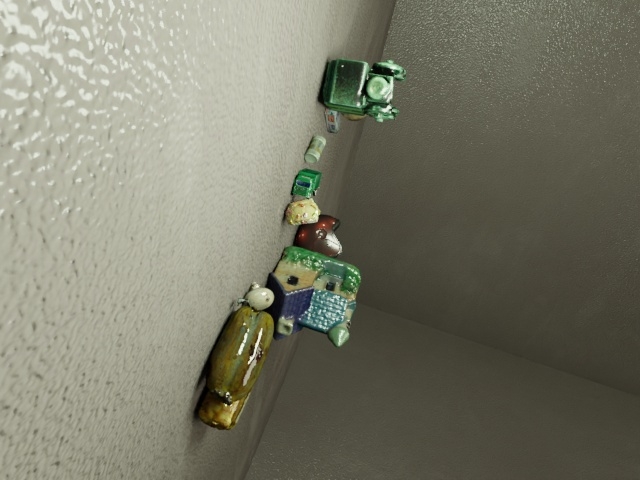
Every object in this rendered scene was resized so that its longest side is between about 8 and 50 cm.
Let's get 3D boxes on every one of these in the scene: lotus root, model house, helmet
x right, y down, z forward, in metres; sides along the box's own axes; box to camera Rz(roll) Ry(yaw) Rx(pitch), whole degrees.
[{"bbox_3d":[-0.190,0.267,1.008,0.123,0.124,0.241,95,14,-59],"label":"lotus root"},{"bbox_3d":[-0.034,0.211,1.423,0.280,0.312,0.245,-66,175,-61],"label":"model house"},{"bbox_3d":[0.000,0.000,1.649,0.216,0.193,0.189,-61,177,-6],"label":"helmet"}]

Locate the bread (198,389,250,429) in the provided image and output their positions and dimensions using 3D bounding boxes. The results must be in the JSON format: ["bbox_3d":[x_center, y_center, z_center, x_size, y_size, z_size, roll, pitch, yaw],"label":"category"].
[{"bbox_3d":[-0.230,0.383,1.110,0.181,0.096,0.222,101,10,-61],"label":"bread"}]

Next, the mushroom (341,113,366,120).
[{"bbox_3d":[0.114,-0.510,1.501,0.166,0.127,0.166,173,-90,-69],"label":"mushroom"}]

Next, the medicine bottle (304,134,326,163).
[{"bbox_3d":[-0.017,-0.290,1.342,0.047,0.047,0.083,98,11,-60],"label":"medicine bottle"}]

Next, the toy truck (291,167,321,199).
[{"bbox_3d":[-0.042,-0.180,1.344,0.147,0.065,0.079,-56,160,-71],"label":"toy truck"}]

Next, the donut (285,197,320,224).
[{"bbox_3d":[-0.058,-0.091,1.315,0.166,0.108,0.065,-84,165,-76],"label":"donut"}]

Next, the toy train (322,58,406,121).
[{"bbox_3d":[0.134,-0.461,1.287,0.299,0.238,0.166,-52,153,-77],"label":"toy train"}]

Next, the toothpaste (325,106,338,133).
[{"bbox_3d":[0.046,-0.438,1.517,0.196,0.040,0.047,36,67,-84],"label":"toothpaste"}]

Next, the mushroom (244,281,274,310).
[{"bbox_3d":[-0.172,0.149,1.153,0.085,0.085,0.079,98,-23,-61],"label":"mushroom"}]
